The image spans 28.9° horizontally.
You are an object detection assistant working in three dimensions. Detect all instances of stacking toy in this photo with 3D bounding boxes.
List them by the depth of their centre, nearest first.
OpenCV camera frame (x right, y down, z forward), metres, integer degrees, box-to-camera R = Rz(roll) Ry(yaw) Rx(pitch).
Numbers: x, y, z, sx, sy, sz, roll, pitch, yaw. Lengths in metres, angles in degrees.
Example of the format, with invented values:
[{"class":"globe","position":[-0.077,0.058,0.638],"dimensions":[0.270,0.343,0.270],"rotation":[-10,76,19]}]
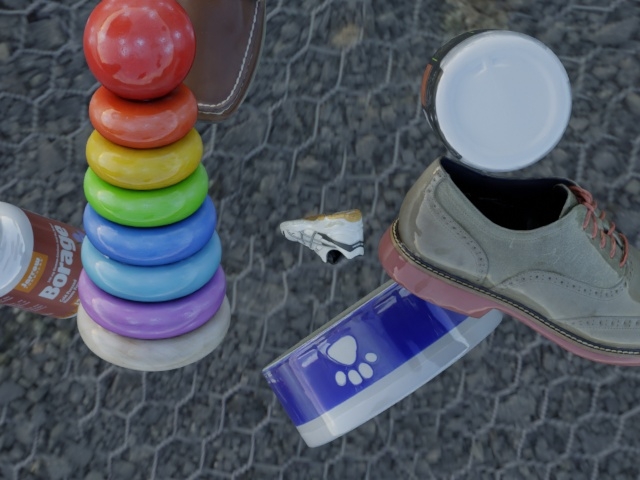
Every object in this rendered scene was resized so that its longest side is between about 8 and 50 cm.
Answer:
[{"class":"stacking toy","position":[-0.143,-0.054,1.053],"dimensions":[0.141,0.141,0.330],"rotation":[4,124,0]}]

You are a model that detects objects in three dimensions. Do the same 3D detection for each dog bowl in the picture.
[{"class":"dog bowl","position":[0.068,0.116,1.398],"dimensions":[0.265,0.265,0.104],"rotation":[-34,88,9]}]

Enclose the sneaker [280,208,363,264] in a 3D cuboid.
[{"class":"sneaker","position":[0.000,0.000,0.878],"dimensions":[0.032,0.083,0.037],"rotation":[-15,96,-33]}]

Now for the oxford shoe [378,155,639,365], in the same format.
[{"class":"oxford shoe","position":[0.235,0.019,1.129],"dimensions":[0.348,0.123,0.130],"rotation":[13,127,-13]}]

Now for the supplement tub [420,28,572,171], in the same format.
[{"class":"supplement tub","position":[0.148,-0.126,1.085],"dimensions":[0.117,0.190,0.117],"rotation":[0,101,2]}]

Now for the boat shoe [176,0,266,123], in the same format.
[{"class":"boat shoe","position":[-0.096,-0.268,1.097],"dimensions":[0.123,0.116,0.324],"rotation":[3,84,-9]}]

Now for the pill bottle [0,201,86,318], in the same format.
[{"class":"pill bottle","position":[-0.375,0.021,1.533],"dimensions":[0.121,0.216,0.121],"rotation":[-8,74,28]}]
